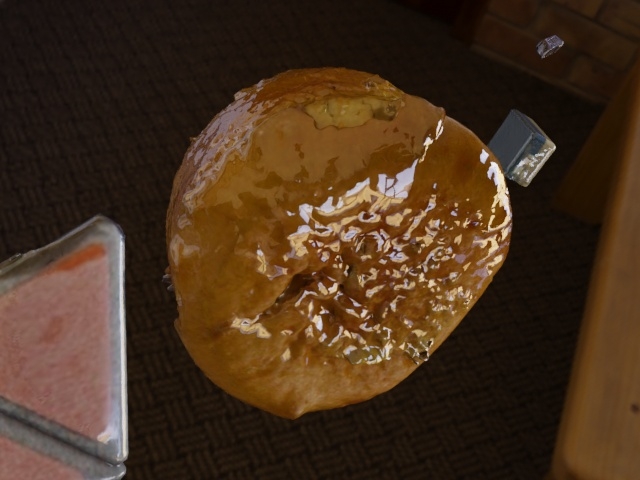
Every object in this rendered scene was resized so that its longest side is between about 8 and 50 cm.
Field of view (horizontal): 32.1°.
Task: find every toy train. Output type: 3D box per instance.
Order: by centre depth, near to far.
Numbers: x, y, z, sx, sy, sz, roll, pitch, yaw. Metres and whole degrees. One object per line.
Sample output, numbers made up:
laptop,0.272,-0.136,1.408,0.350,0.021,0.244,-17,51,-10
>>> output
toy train,0.245,-0.209,1.195,0.017,0.017,0.083,47,25,5

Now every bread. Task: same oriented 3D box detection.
bread,0.000,0.000,0.815,0.268,0.268,0.145,1,29,-21

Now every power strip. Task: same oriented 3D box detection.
power strip,0.211,-0.098,1.175,0.032,0.056,0.123,30,15,-10

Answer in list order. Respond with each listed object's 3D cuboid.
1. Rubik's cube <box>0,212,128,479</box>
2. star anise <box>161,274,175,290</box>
Rubik's cube,-0.181,0.134,0.486,0.229,0.233,0.228,5,55,23
star anise,-0.111,0.069,1.209,0.141,0.042,0.141,35,10,-7
